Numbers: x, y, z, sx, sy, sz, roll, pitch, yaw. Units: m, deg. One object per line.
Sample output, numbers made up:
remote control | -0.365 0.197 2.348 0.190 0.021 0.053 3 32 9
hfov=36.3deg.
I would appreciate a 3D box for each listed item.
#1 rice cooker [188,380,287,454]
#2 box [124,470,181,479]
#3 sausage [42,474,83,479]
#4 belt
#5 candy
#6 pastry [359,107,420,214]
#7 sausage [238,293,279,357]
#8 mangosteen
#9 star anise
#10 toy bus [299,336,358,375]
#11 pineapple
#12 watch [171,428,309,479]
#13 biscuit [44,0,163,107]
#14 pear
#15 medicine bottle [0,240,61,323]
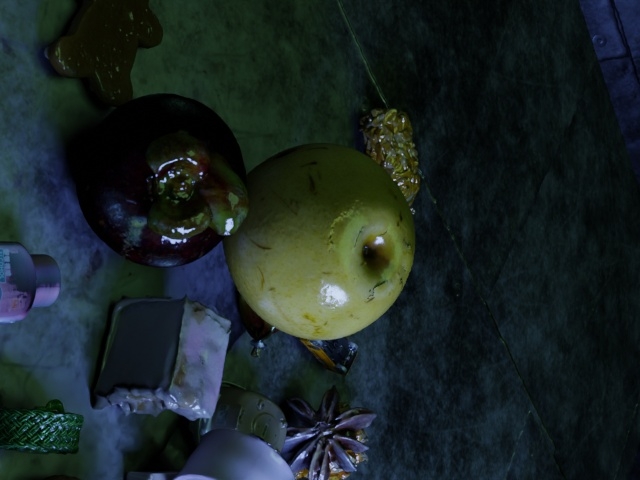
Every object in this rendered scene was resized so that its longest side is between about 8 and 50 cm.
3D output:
rice cooker | -0.146 0.339 1.776 0.206 0.127 0.145 45 52 -52
box | -0.207 0.507 1.733 0.343 0.065 0.200 15 76 -52
sausage | -0.477 0.506 1.328 0.501 0.123 0.136 -42 123 -45
belt | -0.413 0.270 1.431 0.151 0.121 0.079 34 56 -61
candy | -0.258 0.191 1.602 0.137 0.185 0.195 36 56 -52
pastry | 0.156 -0.179 2.226 0.154 0.102 0.250 -16 101 -51
sausage | -0.087 0.069 1.870 0.117 0.125 0.317 30 65 -49
mangosteen | -0.242 -0.093 1.543 0.288 0.288 0.288 4 84 -53
star anise | -0.002 0.389 1.915 0.093 0.229 0.236 87 2 -58
toy bus | 0.012 0.212 2.037 0.162 0.074 0.069 53 56 -40
pineapple | 0.038 0.426 2.009 0.233 0.135 0.079 -48 126 -45
watch | -0.138 0.423 1.641 0.217 0.248 0.211 44 50 -9
biscuit | -0.343 -0.371 1.620 0.197 0.049 0.301 41 57 -49
pear | 0.000 0.000 1.687 0.348 0.348 0.348 4 84 -53
medicine bottle | -0.468 0.061 1.388 0.188 0.094 0.119 0 87 -53
